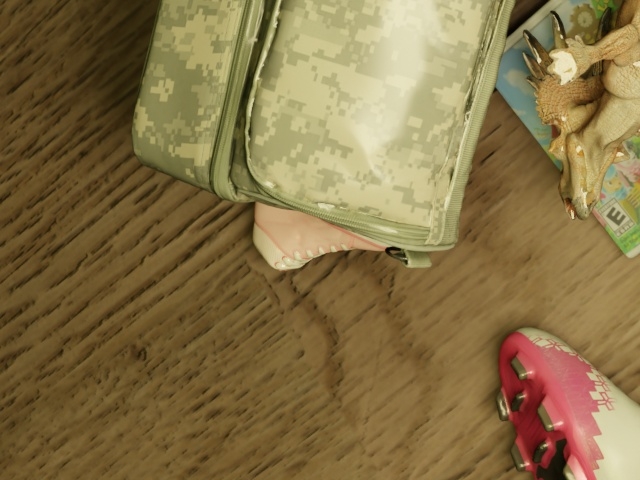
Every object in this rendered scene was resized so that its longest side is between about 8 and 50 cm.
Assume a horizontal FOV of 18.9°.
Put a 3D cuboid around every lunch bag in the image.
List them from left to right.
[{"bbox_3d":[0.028,-0.158,1.456,0.256,0.212,0.305,21,102,29],"label":"lunch bag"}]

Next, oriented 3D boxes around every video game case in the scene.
[{"bbox_3d":[0.251,-0.122,1.432,0.212,0.023,0.193,-41,82,30],"label":"video game case"}]

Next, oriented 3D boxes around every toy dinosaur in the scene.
[{"bbox_3d":[0.245,-0.155,1.349,0.127,0.200,0.296,42,94,-8],"label":"toy dinosaur"}]

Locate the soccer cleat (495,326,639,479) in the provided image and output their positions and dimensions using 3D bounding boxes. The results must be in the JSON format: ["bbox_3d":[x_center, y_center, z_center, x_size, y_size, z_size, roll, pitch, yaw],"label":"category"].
[{"bbox_3d":[0.255,0.193,1.441,0.331,0.143,0.116,60,158,30],"label":"soccer cleat"}]

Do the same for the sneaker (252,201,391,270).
[{"bbox_3d":[0.000,0.000,1.582,0.134,0.051,0.070,22,105,28],"label":"sneaker"}]
